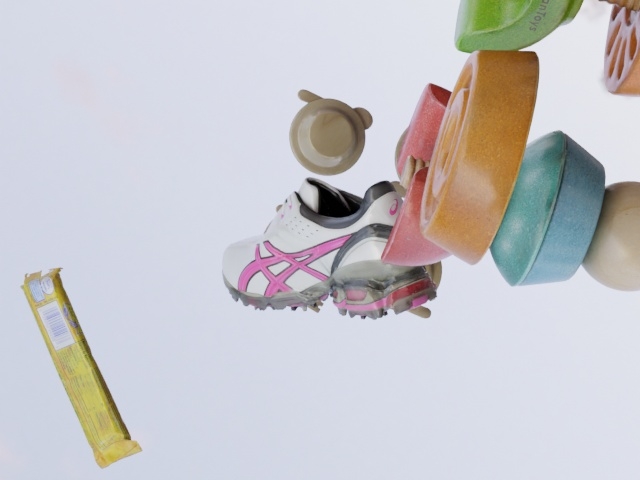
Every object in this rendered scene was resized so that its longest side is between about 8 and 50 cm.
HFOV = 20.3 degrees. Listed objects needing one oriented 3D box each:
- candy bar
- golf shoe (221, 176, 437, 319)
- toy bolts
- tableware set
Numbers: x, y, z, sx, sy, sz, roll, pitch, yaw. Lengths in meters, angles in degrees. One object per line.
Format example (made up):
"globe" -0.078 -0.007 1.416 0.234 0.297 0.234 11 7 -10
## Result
"candy bar" -0.184 0.096 1.361 0.161 0.040 0.018 67 -158 -2
"golf shoe" 0.000 0.000 1.108 0.067 0.186 0.086 -20 -78 -37
"toy bolts" 0.132 -0.040 0.888 0.158 0.228 0.218 16 -129 -4
"tableware set" 0.035 -0.025 1.261 0.141 0.020 0.168 17 -96 -10
